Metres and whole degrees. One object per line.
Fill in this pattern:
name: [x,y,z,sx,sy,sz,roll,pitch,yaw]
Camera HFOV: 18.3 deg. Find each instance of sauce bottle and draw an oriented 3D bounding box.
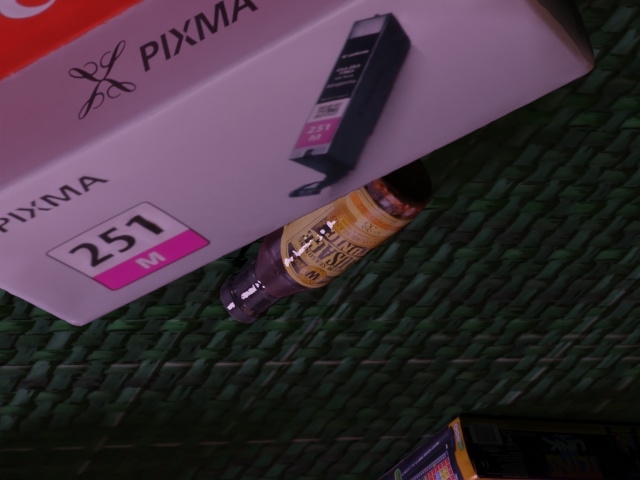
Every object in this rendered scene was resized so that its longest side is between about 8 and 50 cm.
sauce bottle: [0.000,0.000,0.969,0.042,0.042,0.128,11,141,-40]

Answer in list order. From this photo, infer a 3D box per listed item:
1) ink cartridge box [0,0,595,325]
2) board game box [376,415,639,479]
ink cartridge box: [-0.060,-0.076,0.787,0.275,0.060,0.239,-26,151,19]
board game box: [0.124,0.173,1.337,0.170,0.048,0.141,6,144,-34]
